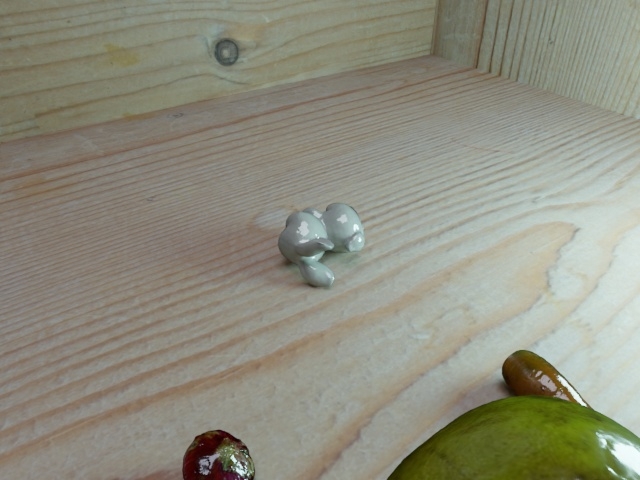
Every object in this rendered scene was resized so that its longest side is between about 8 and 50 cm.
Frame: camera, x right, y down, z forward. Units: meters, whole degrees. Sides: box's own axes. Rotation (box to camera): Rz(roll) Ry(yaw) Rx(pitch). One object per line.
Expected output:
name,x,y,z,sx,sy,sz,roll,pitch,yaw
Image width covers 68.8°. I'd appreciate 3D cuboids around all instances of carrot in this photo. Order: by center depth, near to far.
carrot,0.383,0.262,0.762,0.087,0.087,0.193,-16,38,-20

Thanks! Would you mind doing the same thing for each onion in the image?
onion,-0.148,0.329,0.675,0.107,0.097,0.107,33,14,-9

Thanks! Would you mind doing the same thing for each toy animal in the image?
toy animal,0.008,-0.001,1.095,0.193,0.128,0.178,-27,45,-36

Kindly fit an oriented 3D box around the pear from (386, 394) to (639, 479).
pear,0.198,0.336,0.445,0.413,0.352,0.352,-23,41,-38
